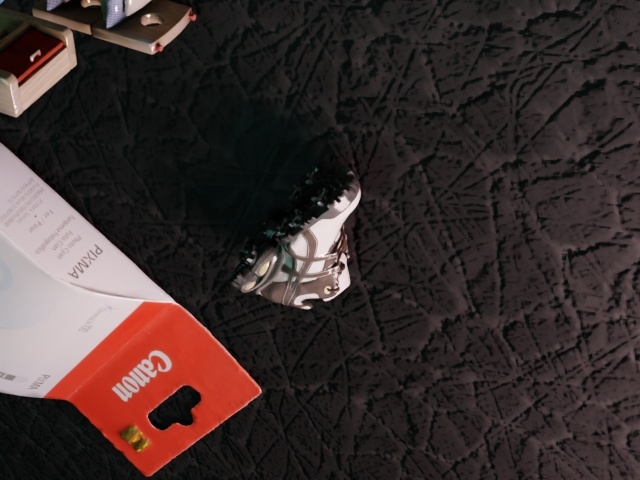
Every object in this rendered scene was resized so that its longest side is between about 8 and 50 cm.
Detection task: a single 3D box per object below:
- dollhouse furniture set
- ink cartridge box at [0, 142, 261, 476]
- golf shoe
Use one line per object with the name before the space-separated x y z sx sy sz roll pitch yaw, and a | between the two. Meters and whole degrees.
dollhouse furniture set | -0.204 -0.201 1.178 0.129 0.183 0.129 19 136 22
ink cartridge box | -0.288 0.109 1.603 0.385 0.091 0.308 44 140 -5
golf shoe | 0.000 0.000 1.312 0.094 0.077 0.198 31 146 -13
